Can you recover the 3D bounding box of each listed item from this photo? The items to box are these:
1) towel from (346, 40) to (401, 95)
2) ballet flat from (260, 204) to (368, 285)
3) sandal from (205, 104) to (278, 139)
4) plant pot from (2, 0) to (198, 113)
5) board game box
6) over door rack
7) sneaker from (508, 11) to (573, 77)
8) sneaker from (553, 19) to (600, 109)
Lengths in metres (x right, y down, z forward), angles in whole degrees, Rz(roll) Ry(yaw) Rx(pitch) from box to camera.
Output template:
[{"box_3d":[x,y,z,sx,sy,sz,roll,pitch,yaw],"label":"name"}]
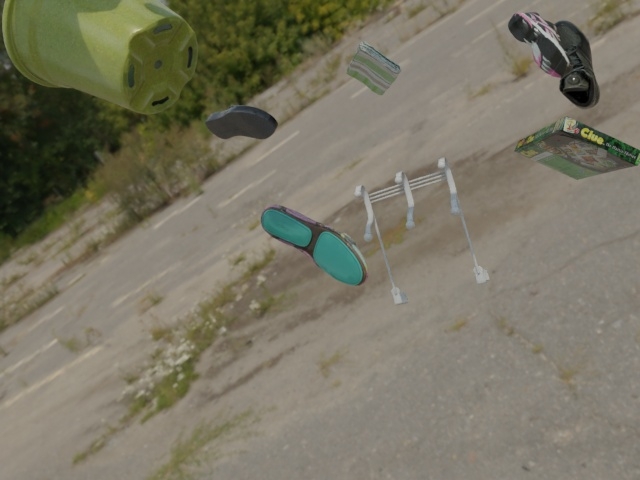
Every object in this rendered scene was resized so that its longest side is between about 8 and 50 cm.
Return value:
[{"box_3d":[0.121,-0.399,1.716,0.023,0.113,0.152,-56,3,-16],"label":"towel"},{"box_3d":[0.000,0.000,1.248,0.079,0.221,0.077,-21,-43,-60],"label":"ballet flat"},{"box_3d":[-0.192,-0.294,1.755,0.254,0.097,0.054,9,60,49],"label":"sandal"},{"box_3d":[-0.370,-0.357,1.302,0.276,0.254,0.276,-44,-27,-30],"label":"plant pot"},{"box_3d":[0.433,-0.153,1.253,0.259,0.136,0.030,176,116,-89],"label":"board game box"},{"box_3d":[0.238,-0.008,1.732,0.239,0.324,0.108,-17,10,24],"label":"over door rack"},{"box_3d":[0.501,-0.443,1.606,0.077,0.178,0.072,-27,-15,-26],"label":"sneaker"},{"box_3d":[0.616,-0.428,1.772,0.087,0.228,0.130,-15,5,27],"label":"sneaker"}]
